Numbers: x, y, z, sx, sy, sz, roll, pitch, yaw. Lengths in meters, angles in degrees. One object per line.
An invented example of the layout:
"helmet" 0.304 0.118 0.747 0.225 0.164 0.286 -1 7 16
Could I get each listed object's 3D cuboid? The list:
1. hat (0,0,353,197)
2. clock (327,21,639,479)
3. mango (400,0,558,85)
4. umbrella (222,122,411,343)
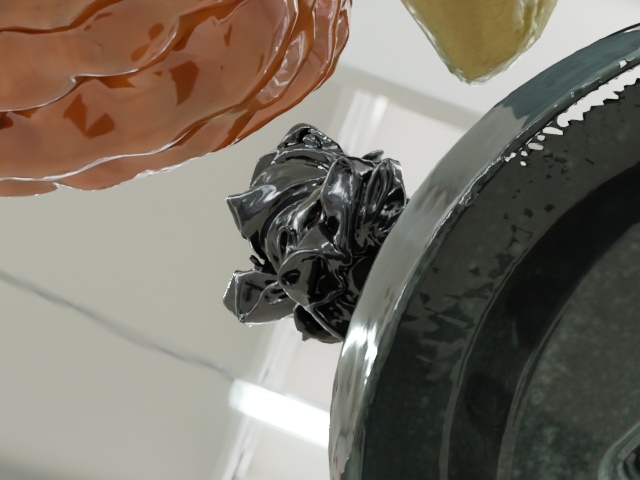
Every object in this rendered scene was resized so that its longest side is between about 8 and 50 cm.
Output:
"hat" -0.200 -0.134 0.398 0.400 0.285 0.285 -11 -49 5
"clock" 0.189 0.086 0.612 0.386 0.076 0.386 -3 -76 -13
"mango" 0.093 -0.239 0.888 0.119 0.176 0.316 37 -30 47
"umbrella" 0.000 0.001 0.808 0.110 0.272 0.122 -4 -80 -16
